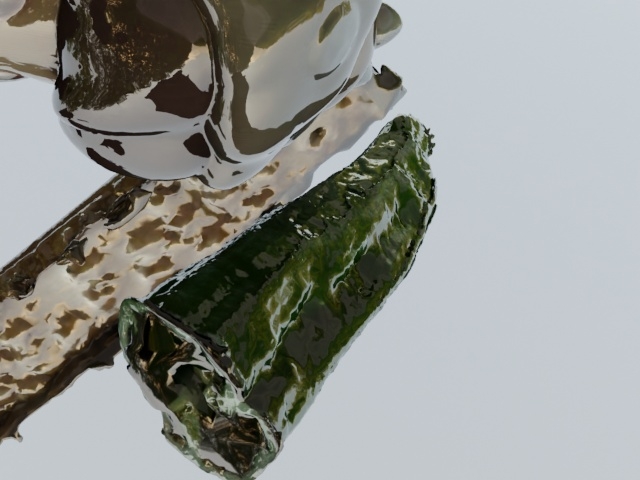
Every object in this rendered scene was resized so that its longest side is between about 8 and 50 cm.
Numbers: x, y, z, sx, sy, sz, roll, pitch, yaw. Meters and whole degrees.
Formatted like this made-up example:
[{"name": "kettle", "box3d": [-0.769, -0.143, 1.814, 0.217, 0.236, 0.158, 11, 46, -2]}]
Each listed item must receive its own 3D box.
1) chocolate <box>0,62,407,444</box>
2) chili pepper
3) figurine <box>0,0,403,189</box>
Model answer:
[{"name": "chocolate", "box3d": [-0.099, -0.011, 0.775, 0.329, 0.102, 0.065, -40, -126, 5]}, {"name": "chili pepper", "box3d": [0.000, 0.000, 0.588, 0.227, 0.059, 0.088, -50, -59, -47]}, {"name": "figurine", "box3d": [-0.135, -0.136, 0.546, 0.380, 0.248, 0.203, 5, -112, -9]}]
